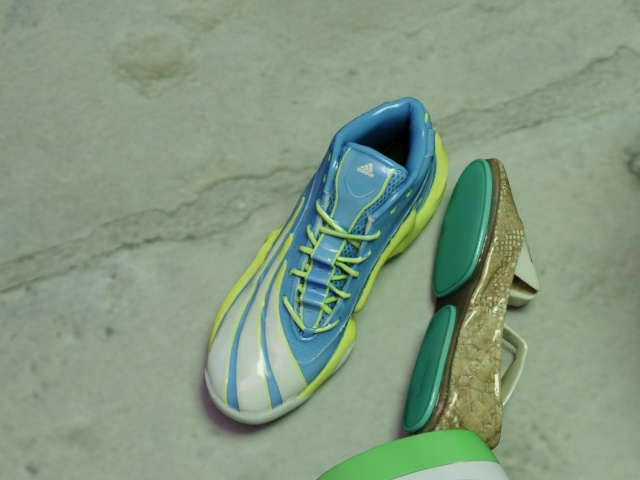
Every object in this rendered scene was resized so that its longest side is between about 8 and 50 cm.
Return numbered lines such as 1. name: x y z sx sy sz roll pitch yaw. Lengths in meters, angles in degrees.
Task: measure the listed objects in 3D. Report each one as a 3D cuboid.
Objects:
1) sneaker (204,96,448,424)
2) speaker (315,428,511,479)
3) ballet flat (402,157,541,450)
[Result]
1. sneaker: 0.000 0.000 0.809 0.091 0.126 0.240 27 68 15
2. speaker: 0.086 0.259 0.681 0.131 0.131 0.296 -16 65 -5
3. ballet flat: 0.106 0.045 0.826 0.067 0.073 0.206 23 67 -17
